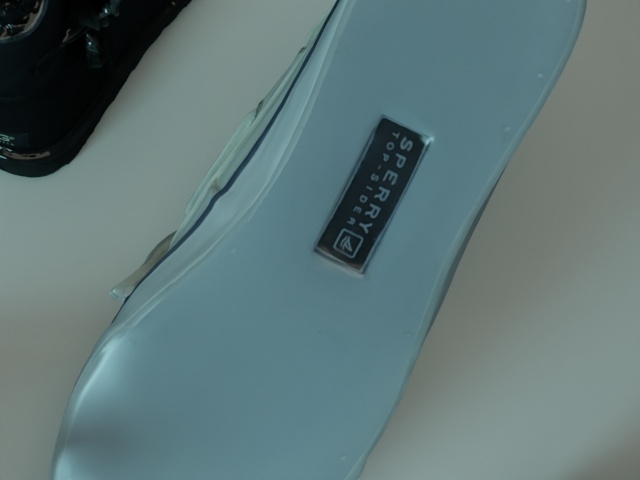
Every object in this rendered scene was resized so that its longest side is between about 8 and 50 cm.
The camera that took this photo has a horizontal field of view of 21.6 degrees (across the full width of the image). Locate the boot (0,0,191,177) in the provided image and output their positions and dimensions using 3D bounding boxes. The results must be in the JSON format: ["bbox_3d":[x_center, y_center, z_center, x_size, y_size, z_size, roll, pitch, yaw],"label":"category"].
[{"bbox_3d":[-0.099,-0.161,0.777,0.094,0.207,0.246,27,71,0],"label":"boot"}]

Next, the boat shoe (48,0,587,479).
[{"bbox_3d":[-0.007,-0.006,0.789,0.135,0.156,0.367,27,101,-5],"label":"boat shoe"}]
